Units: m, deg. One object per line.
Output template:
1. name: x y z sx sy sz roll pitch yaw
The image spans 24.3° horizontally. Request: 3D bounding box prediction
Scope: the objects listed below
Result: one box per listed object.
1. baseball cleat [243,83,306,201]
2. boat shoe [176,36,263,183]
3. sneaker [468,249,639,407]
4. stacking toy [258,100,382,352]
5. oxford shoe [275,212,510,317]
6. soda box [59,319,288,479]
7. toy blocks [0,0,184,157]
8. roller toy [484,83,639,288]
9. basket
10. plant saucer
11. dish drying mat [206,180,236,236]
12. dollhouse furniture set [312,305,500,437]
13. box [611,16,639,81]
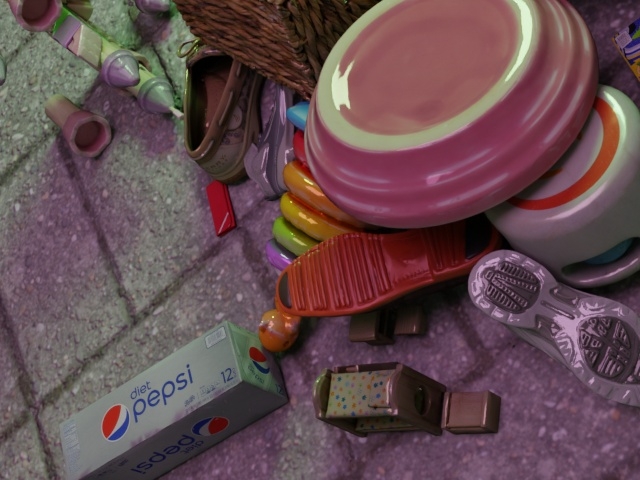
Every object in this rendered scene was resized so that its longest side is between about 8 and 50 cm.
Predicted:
1. baseball cleat: -0.056 -0.150 1.917 0.109 0.072 0.205 -21 54 37
2. boat shoe: -0.136 -0.217 1.996 0.105 0.089 0.285 -24 55 29
3. sneaker: 0.264 0.092 1.543 0.232 0.115 0.090 37 89 16
4. stacking toy: 0.000 0.000 1.772 0.166 0.175 0.301 36 107 37
5. oxford shoe: 0.083 0.040 1.676 0.271 0.098 0.096 -14 67 18
6. soda box: -0.184 0.212 1.832 0.286 0.098 0.091 -33 54 23
7. toy blocks: -0.314 -0.286 2.043 0.309 0.289 0.260 -53 44 2
8. roller toy: 0.273 -0.054 1.562 0.209 0.146 0.191 23 76 47
9. basket: -0.042 -0.349 1.860 0.223 0.213 0.299 -41 45 -15
10. plant saucer: 0.124 -0.166 1.573 0.332 0.084 0.332 -17 46 19
11. dish drying mat: -0.133 -0.045 1.970 0.032 0.008 0.083 -33 53 24
12. dollhouse furniture set: 0.099 0.126 1.646 0.182 0.101 0.160 -8 65 36
13. box: 0.379 -0.164 1.588 0.054 0.059 0.169 -37 52 18
